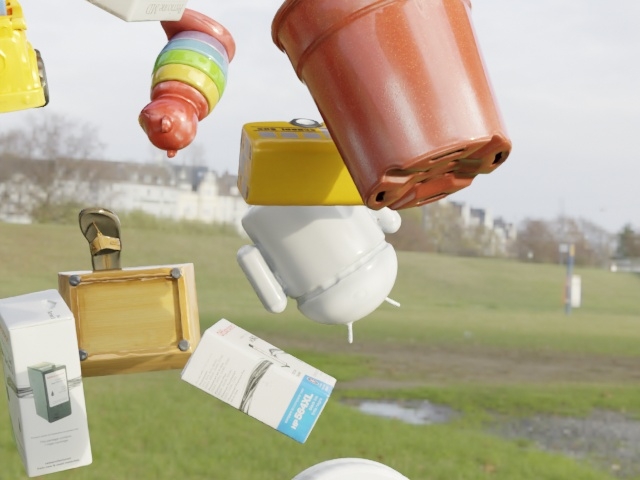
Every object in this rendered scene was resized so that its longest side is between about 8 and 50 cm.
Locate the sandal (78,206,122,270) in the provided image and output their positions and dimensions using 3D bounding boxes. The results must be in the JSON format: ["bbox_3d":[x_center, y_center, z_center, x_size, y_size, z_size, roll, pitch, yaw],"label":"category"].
[{"bbox_3d":[-0.487,0.013,2.410,0.090,0.219,0.060,-7,44,-12],"label":"sandal"}]

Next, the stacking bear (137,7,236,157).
[{"bbox_3d":[-0.279,-0.303,2.168,0.164,0.289,0.175,12,-35,2],"label":"stacking bear"}]

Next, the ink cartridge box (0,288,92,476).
[{"bbox_3d":[-0.519,0.258,2.007,0.122,0.289,0.211,-9,15,-22],"label":"ink cartridge box"}]

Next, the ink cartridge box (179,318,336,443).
[{"bbox_3d":[-0.089,0.204,1.593,0.203,0.085,0.148,28,5,3],"label":"ink cartridge box"}]

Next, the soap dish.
[{"bbox_3d":[-0.402,0.163,2.275,0.291,0.228,0.118,-4,-13,-10],"label":"soap dish"}]

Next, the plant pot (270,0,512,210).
[{"bbox_3d":[0.106,-0.196,1.387,0.273,0.265,0.272,-19,-15,-5],"label":"plant pot"}]

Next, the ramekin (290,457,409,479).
[{"bbox_3d":[0.051,0.448,1.540,0.277,0.277,0.135,3,-15,-6],"label":"ramekin"}]

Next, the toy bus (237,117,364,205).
[{"bbox_3d":[0.044,-0.118,1.636,0.333,0.108,0.130,0,21,-16],"label":"toy bus"}]

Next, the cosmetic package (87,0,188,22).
[{"bbox_3d":[-0.254,-0.601,1.786,0.162,0.453,0.230,29,19,8],"label":"cosmetic package"}]

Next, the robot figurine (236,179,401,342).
[{"bbox_3d":[0.000,0.000,1.886,0.300,0.353,0.200,-34,1,-16],"label":"robot figurine"}]

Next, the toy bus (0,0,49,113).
[{"bbox_3d":[-0.497,-0.306,1.615,0.150,0.211,0.220,-9,24,-13],"label":"toy bus"}]
